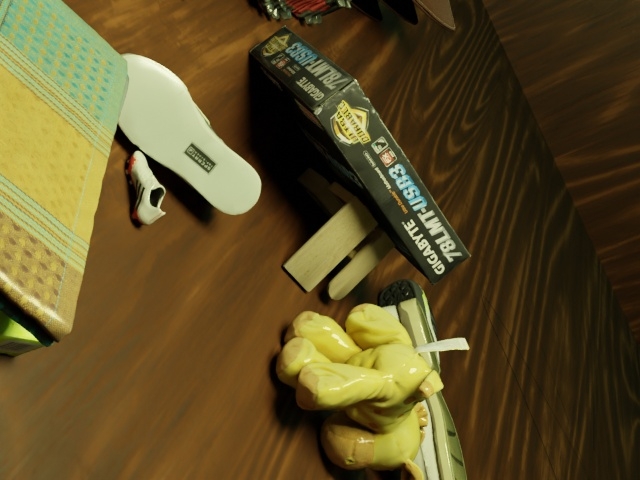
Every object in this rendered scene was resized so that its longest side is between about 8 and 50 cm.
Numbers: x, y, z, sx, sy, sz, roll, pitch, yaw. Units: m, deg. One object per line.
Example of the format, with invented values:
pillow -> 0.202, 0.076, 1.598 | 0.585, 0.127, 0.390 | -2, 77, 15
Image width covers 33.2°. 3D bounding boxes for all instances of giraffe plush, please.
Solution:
giraffe plush -> 0.057, 0.188, 1.218 | 0.181, 0.210, 0.170 | -76, 167, -60

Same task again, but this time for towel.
towel -> -0.265, -0.120, 0.811 | 0.271, 0.040, 0.370 | 44, 25, -31

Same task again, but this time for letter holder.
letter holder -> 0.109, -0.475, 1.924 | 0.302, 0.152, 0.214 | 17, 56, -62

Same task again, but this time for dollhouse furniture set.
dollhouse furniture set -> 0.000, 0.000, 1.404 | 0.144, 0.123, 0.151 | 49, -6, -40

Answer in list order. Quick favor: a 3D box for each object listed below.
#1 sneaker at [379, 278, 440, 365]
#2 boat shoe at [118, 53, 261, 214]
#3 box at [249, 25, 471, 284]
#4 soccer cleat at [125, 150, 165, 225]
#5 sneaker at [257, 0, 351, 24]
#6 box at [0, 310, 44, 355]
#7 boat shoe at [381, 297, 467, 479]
sneaker -> 0.140, 0.155, 1.504 | 0.097, 0.084, 0.235 | 52, 28, -37
boat shoe -> -0.151, -0.110, 1.116 | 0.219, 0.078, 0.070 | 49, -6, -34
box -> 0.045, -0.116, 1.396 | 0.293, 0.073, 0.295 | 53, -2, -30
soccer cleat -> -0.169, -0.054, 1.056 | 0.029, 0.035, 0.083 | 36, 39, -52
sneaker -> -0.040, -0.398, 1.582 | 0.135, 0.097, 0.276 | 68, 20, 0
box -> -0.261, -0.008, 0.802 | 0.109, 0.042, 0.178 | 22, 51, -61
boat shoe -> 0.110, 0.227, 1.348 | 0.113, 0.103, 0.302 | 53, 23, -62
